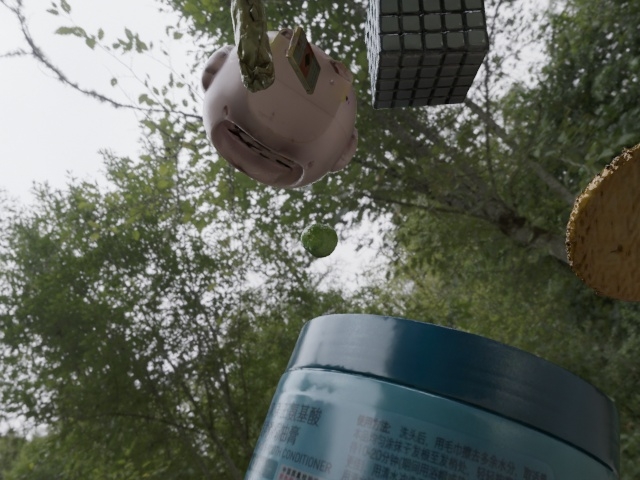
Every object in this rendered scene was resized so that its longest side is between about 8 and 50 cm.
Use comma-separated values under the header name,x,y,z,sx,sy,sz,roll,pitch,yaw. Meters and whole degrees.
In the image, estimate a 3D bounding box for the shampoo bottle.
name,x,y,z,sx,sy,sz,roll,pitch,yaw
shampoo bottle,0.077,0.292,0.432,0.331,0.331,0.343,72,-145,-57

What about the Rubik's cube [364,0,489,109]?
name,x,y,z,sx,sy,sz,roll,pitch,yaw
Rubik's cube,0.234,-0.465,1.083,0.238,0.237,0.237,-3,-15,0

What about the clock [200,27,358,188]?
name,x,y,z,sx,sy,sz,roll,pitch,yaw
clock,-0.108,-0.261,1.066,0.251,0.368,0.376,-63,14,-12

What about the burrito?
name,x,y,z,sx,sy,sz,roll,pitch,yaw
burrito,-0.089,-0.266,0.603,0.055,0.149,0.041,-11,-1,34

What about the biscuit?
name,x,y,z,sx,sy,sz,roll,pitch,yaw
biscuit,0.460,-0.024,0.634,0.253,0.035,0.254,1,-63,1

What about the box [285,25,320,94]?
name,x,y,z,sx,sy,sz,roll,pitch,yaw
box,-0.021,-0.239,0.629,0.083,0.012,0.046,46,-122,-66

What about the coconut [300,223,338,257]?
name,x,y,z,sx,sy,sz,roll,pitch,yaw
coconut,0.000,0.000,1.124,0.096,0.088,0.088,10,-60,-44
